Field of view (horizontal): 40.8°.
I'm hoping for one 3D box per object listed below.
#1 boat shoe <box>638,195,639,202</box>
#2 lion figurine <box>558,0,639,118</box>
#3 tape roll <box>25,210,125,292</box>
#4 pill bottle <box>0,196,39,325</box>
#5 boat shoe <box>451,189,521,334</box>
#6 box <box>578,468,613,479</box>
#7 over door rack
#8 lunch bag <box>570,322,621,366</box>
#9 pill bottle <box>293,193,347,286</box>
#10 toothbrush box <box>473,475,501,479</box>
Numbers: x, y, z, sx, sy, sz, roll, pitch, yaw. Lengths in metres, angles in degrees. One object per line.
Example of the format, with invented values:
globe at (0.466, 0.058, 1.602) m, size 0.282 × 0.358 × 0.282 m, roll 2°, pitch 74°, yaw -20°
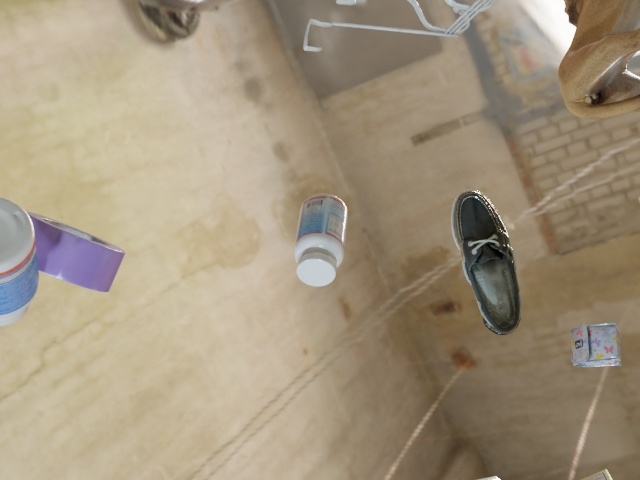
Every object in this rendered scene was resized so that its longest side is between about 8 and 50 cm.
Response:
boat shoe at (0.673, -0.052, 1.601) m, size 0.183 × 0.083 × 0.065 m, roll -1°, pitch 170°, yaw -27°
lion figurine at (0.381, -0.268, 1.106) m, size 0.240 × 0.142 × 0.392 m, roll -20°, pitch -151°, yaw 50°
tape roll at (-0.448, 0.020, 1.519) m, size 0.080 × 0.189 × 0.189 m, roll -68°, pitch -166°, yaw -2°
pill bottle at (-0.479, 0.041, 1.263) m, size 0.124 × 0.124 × 0.221 m, roll -27°, pitch 159°, yaw -27°
boat shoe at (0.340, 0.040, 1.724) m, size 0.114 × 0.302 × 0.091 m, roll -20°, pitch 175°, yaw 6°
box at (0.381, 0.443, 1.115) m, size 0.117 × 0.213 × 0.243 m, roll -26°, pitch 175°, yaw 10°
over door rack at (0.145, -0.423, 1.468) m, size 0.324 × 0.108 × 0.239 m, roll -9°, pitch 174°, yaw -15°
lunch bag at (0.487, 0.187, 1.527) m, size 0.083 × 0.071 × 0.053 m, roll -7°, pitch 155°, yaw 29°
pill bottle at (0.000, 0.000, 1.486) m, size 0.087 × 0.087 × 0.160 m, roll -19°, pitch -142°, yaw 24°
toothbrush box at (0.233, 0.579, 1.478) m, size 0.216 × 0.295 × 0.126 m, roll -5°, pitch -162°, yaw -21°
